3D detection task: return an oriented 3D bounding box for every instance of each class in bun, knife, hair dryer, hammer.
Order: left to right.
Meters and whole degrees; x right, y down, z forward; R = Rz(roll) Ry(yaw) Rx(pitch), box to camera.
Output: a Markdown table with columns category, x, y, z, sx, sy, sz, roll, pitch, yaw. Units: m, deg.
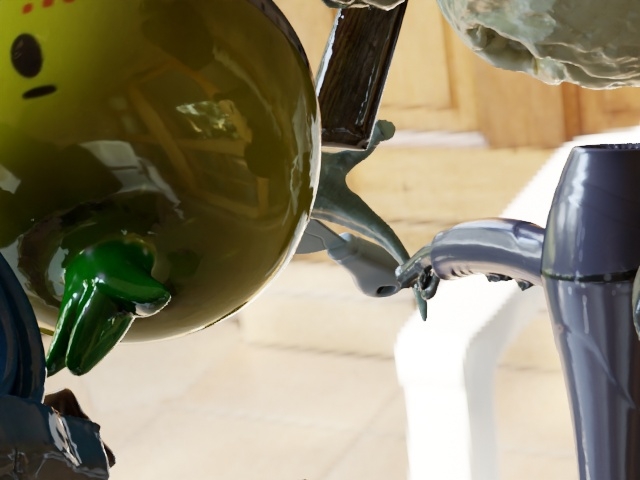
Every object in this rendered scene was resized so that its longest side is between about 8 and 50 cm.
| category | x | y | z | sx | sy | sz | roll | pitch | yaw |
| --- | --- | --- | --- | --- | --- | --- | --- | --- | --- |
| knife | -0.001 | 0.001 | 2.035 | 0.080 | 0.331 | 0.044 | -24 | 57 | 28 |
| hammer | 0.069 | -0.272 | 1.488 | 0.242 | 0.408 | 0.095 | 15 | -10 | 10 |
| hair dryer | 0.176 | 0.060 | 1.392 | 0.121 | 0.301 | 0.361 | -6 | 9 | -28 |
| bun | 0.274 | -0.282 | 1.748 | 0.352 | 0.227 | 0.349 | 23 | -5 | -27 |

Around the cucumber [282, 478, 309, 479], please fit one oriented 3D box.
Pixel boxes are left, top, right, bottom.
| category | x | y | z | sx | sy | sz | roll | pitch | yaw |
| --- | --- | --- | --- | --- | --- | --- | --- | --- | --- |
| cucumber | 0.060 | 0.330 | 1.642 | 0.145 | 0.325 | 0.105 | 15 | 74 | 34 |

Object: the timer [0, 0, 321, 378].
| category | x | y | z | sx | sy | sz | roll | pitch | yaw |
| --- | --- | --- | --- | --- | --- | --- | --- | --- | --- |
| timer | -0.126 | -0.028 | 1.004 | 0.285 | 0.285 | 0.285 | -7 | 22 | 3 |

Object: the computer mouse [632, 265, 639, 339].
| category | x | y | z | sx | sy | sz | roll | pitch | yaw |
| --- | --- | --- | --- | --- | --- | --- | --- | --- | --- |
| computer mouse | 0.353 | -0.022 | 0.948 | 0.389 | 0.115 | 0.199 | -30 | 35 | -10 |

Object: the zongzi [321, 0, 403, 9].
| category | x | y | z | sx | sy | sz | roll | pitch | yaw |
| --- | --- | --- | --- | --- | --- | --- | --- | --- | --- |
| zongzi | -0.050 | -0.298 | 1.259 | 0.274 | 0.251 | 0.125 | 22 | 65 | 36 |

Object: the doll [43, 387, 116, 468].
| category | x | y | z | sx | sy | sz | roll | pitch | yaw |
| --- | --- | --- | --- | --- | --- | --- | --- | --- | --- |
| doll | -0.312 | 0.302 | 1.601 | 0.209 | 0.339 | 0.318 | -2 | 12 | -27 |

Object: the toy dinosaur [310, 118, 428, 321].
| category | x | y | z | sx | sy | sz | roll | pitch | yaw |
| --- | --- | --- | --- | --- | --- | --- | --- | --- | --- |
| toy dinosaur | 0.002 | -0.078 | 1.791 | 0.205 | 0.393 | 0.092 | -36 | 7 | 31 |

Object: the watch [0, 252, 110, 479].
| category | x | y | z | sx | sy | sz | roll | pitch | yaw |
| --- | --- | --- | --- | --- | --- | --- | --- | --- | --- |
| watch | -0.289 | 0.073 | 0.814 | 0.241 | 0.274 | 0.305 | -39 | -27 | 22 |
